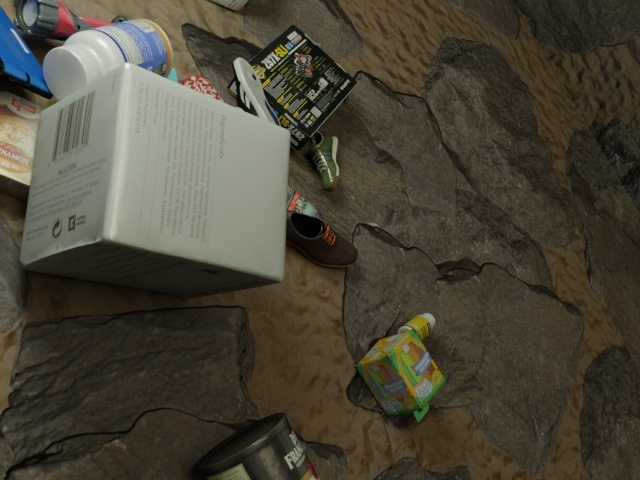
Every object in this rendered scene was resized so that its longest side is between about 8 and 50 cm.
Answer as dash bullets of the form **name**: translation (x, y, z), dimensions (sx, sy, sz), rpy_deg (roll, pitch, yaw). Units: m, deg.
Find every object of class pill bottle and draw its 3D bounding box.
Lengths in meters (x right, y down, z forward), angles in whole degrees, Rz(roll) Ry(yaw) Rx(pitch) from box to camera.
- **pill bottle**: translation (0.268, 0.244, 2.017), dimensions (0.116, 0.065, 0.065), rpy_deg (-29, 90, -45)
- **pill bottle**: translation (-0.442, -0.369, 1.529), dimensions (0.152, 0.152, 0.272), rpy_deg (54, 34, -7)

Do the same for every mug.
- **mug**: translation (-0.282, -0.295, 1.756), dimensions (0.113, 0.150, 0.169), rpy_deg (-2, 47, -39)

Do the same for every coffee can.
- **coffee can**: translation (-0.093, 0.518, 1.469), dimensions (0.201, 0.201, 0.275), rpy_deg (-29, 91, -45)

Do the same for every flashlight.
- **flashlight**: translation (-0.522, -0.482, 1.627), dimensions (0.103, 0.103, 0.304), rpy_deg (36, 23, 26)

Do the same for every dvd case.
- **dvd case**: translation (-0.054, -0.074, 1.926), dimensions (0.119, 0.013, 0.087), rpy_deg (38, 49, -20)

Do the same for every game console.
- **game console**: translation (-0.710, -0.367, 1.427), dimensions (0.293, 0.173, 0.250), rpy_deg (54, 11, 19)

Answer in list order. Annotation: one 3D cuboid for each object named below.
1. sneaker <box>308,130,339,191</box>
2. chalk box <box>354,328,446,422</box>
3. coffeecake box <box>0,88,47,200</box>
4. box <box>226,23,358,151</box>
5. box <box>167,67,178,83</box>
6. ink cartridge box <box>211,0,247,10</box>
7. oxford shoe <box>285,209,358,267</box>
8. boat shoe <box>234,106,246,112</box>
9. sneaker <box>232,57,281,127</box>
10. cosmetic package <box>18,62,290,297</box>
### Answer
- **sneaker**: translation (0.000, -0.225, 2.015), dimensions (0.086, 0.064, 0.192), rpy_deg (24, 50, -30)
- **chalk box**: translation (0.217, 0.359, 1.868), dimensions (0.132, 0.132, 0.213), rpy_deg (-38, 96, -44)
- **coffeecake box**: translation (-0.617, -0.193, 1.449), dimensions (0.142, 0.068, 0.185), rpy_deg (23, 55, -30)
- **box**: translation (-0.069, -0.427, 2.016), dimensions (0.257, 0.079, 0.322), rpy_deg (40, 48, -5)
- **box**: translation (-0.377, -0.292, 1.714), dimensions (0.100, 0.060, 0.244), rpy_deg (1, 69, -41)
- **ink cartridge box**: translation (-0.231, -0.810, 1.993), dimensions (0.117, 0.207, 0.283), rpy_deg (11, 63, -36)
- **oxford shoe**: translation (0.000, 0.000, 1.867), dimensions (0.271, 0.098, 0.097), rpy_deg (23, 68, -29)
- **boat shoe**: translation (-0.163, -0.158, 1.792), dimensions (0.113, 0.127, 0.340), rpy_deg (2, 70, -42)
- **sneaker**: translation (-0.199, -0.341, 1.853), dimensions (0.079, 0.121, 0.217), rpy_deg (-21, 85, -62)
- **cosmetic package**: translation (-0.310, -0.088, 1.427), dimensions (0.394, 0.329, 0.327), rpy_deg (16, 70, -43)
